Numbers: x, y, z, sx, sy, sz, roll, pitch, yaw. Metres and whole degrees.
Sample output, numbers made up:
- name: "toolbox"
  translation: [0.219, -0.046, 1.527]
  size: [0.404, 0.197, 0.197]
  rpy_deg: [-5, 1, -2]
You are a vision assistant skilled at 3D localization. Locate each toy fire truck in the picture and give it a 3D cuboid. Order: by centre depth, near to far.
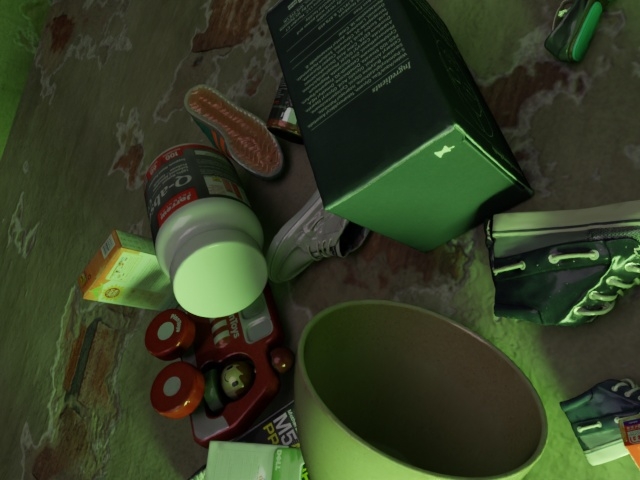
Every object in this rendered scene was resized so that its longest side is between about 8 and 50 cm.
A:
- name: "toy fire truck"
  translation: [-0.182, 0.226, 1.064]
  size: [0.253, 0.169, 0.302]
  rpy_deg: [-29, 49, 7]

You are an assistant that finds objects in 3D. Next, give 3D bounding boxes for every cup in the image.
- name: "cup"
  translation: [0.104, 0.272, 0.757]
  size: [0.331, 0.331, 0.237]
  rpy_deg: [37, 123, 39]

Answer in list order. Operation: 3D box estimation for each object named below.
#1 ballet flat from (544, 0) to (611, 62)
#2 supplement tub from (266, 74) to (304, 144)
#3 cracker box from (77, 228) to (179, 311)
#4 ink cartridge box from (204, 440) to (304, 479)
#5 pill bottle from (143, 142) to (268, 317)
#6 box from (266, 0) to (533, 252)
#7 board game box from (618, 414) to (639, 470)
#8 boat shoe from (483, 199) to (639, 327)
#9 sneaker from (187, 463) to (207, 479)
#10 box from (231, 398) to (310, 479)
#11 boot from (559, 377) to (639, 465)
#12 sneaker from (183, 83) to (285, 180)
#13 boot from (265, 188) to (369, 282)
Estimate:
- name: "ballet flat"
  translation: [0.409, -0.373, 0.836]
  size: [0.074, 0.074, 0.203]
  rpy_deg: [36, 102, 39]
- name: "supplement tub"
  translation: [-0.037, -0.308, 1.142]
  size: [0.106, 0.106, 0.198]
  rpy_deg: [17, 88, 40]
- name: "cracker box"
  translation: [-0.394, 0.075, 1.228]
  size: [0.156, 0.232, 0.067]
  rpy_deg: [-48, 52, 17]
- name: "ink cartridge box"
  translation: [-0.086, 0.388, 0.883]
  size: [0.209, 0.062, 0.109]
  rpy_deg: [-6, 64, 24]
- name: "pill bottle"
  translation: [-0.233, -0.030, 1.100]
  size: [0.210, 0.210, 0.363]
  rpy_deg: [-50, 38, 16]
- name: "box"
  translation: [0.120, -0.219, 0.871]
  size: [0.212, 0.293, 0.396]
  rpy_deg: [-32, 59, 28]
- name: "board game box"
  translation: [0.451, 0.233, 0.584]
  size: [0.193, 0.045, 0.147]
  rpy_deg: [-29, 104, 29]
- name: "boat shoe"
  translation: [0.382, 0.037, 0.715]
  size: [0.340, 0.127, 0.158]
  rpy_deg: [-5, 81, 45]
- name: "sneaker"
  translation: [-0.193, 0.493, 1.050]
  size: [0.132, 0.086, 0.229]
  rpy_deg: [49, 130, 8]
- name: "box"
  translation: [-0.016, 0.409, 0.913]
  size: [0.216, 0.060, 0.270]
  rpy_deg: [-36, 57, 8]
- name: "boot"
  translation: [0.396, 0.202, 0.673]
  size: [0.190, 0.069, 0.086]
  rpy_deg: [-36, 63, 26]
- name: "sneaker"
  translation: [-0.183, -0.233, 1.249]
  size: [0.108, 0.121, 0.302]
  rpy_deg: [-43, 71, -6]
- name: "boot"
  translation: [0.000, 0.000, 1.027]
  size: [0.258, 0.095, 0.123]
  rpy_deg: [-54, 45, 11]
